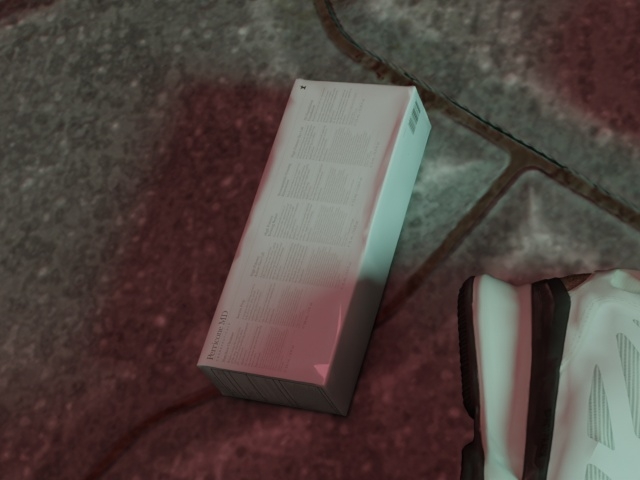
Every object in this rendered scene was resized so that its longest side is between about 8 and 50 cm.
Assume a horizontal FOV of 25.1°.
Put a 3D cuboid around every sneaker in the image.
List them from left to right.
[{"bbox_3d":[0.209,0.149,0.745,0.257,0.169,0.447,-10,35,10],"label":"sneaker"}]

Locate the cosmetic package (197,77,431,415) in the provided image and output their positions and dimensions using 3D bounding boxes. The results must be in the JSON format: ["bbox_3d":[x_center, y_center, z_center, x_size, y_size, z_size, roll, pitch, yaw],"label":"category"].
[{"bbox_3d":[0.000,0.000,1.027,0.099,0.060,0.239,8,64,22],"label":"cosmetic package"}]
